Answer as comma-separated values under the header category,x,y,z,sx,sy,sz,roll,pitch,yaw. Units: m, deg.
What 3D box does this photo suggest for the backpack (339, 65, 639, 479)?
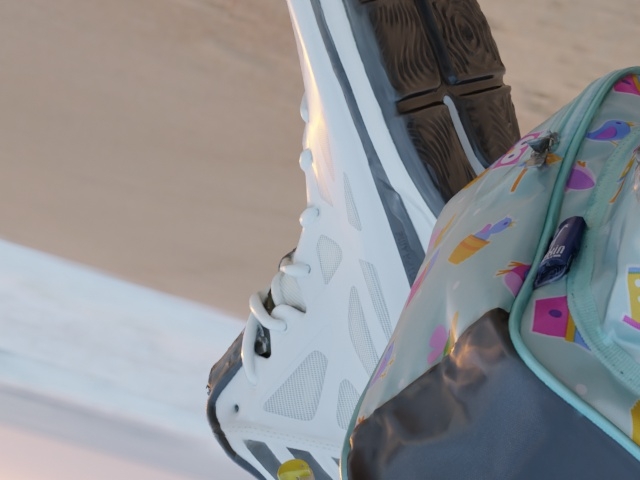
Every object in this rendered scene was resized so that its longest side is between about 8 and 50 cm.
category,x,y,z,sx,sy,sz,roll,pitch,yaw
backpack,0.109,0.034,0.492,0.166,0.144,0.188,37,-151,-9

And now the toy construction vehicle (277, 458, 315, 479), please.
category,x,y,z,sx,sy,sz,roll,pitch,yaw
toy construction vehicle,-0.009,0.164,0.811,0.035,0.098,0.086,-8,131,18

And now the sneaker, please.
category,x,y,z,sx,sy,sz,roll,pitch,yaw
sneaker,0.000,0.001,1.077,0.257,0.447,0.169,-20,-179,30
